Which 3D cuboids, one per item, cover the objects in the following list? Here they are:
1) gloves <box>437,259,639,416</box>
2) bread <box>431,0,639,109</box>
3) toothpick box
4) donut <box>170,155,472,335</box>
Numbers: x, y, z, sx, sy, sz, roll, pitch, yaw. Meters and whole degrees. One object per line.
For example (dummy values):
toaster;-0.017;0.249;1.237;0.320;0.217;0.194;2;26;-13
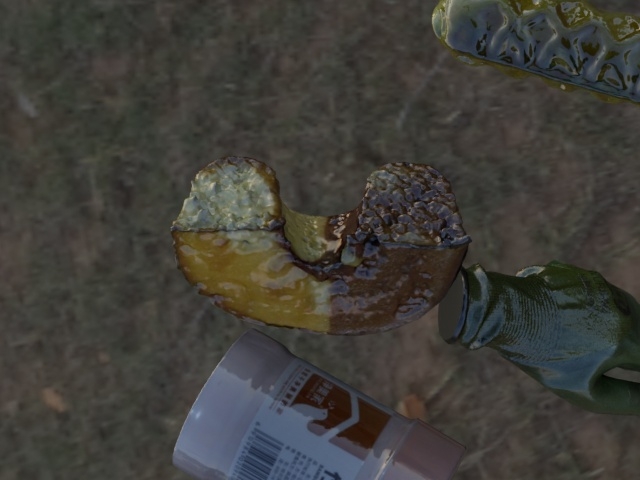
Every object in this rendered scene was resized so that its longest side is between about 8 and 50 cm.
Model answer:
gloves;0.231;0.084;1.354;0.107;0.268;0.135;-33;47;52
bread;0.238;-0.193;1.474;0.269;0.098;0.087;17;87;16
toothpick box;-0.001;0.129;0.893;0.149;0.098;0.098;28;117;10
donut;-0.002;0.001;1.147;0.141;0.217;0.085;97;178;-52
